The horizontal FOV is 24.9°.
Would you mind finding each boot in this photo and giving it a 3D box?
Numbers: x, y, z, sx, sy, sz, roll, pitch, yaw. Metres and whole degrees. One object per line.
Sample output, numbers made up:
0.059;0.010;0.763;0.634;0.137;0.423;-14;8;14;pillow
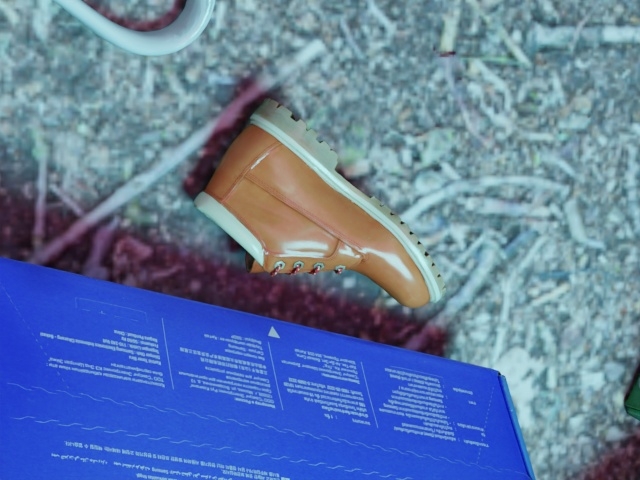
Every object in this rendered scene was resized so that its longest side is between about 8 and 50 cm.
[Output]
0.000;0.000;0.846;0.158;0.059;0.085;41;83;-14;boot

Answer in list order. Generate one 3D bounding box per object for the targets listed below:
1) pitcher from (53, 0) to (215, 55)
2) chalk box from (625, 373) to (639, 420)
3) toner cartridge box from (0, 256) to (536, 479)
-0.138;-0.175;0.736;0.207;0.125;0.178;-10;116;-34;pitcher
0.303;0.096;0.945;0.132;0.132;0.213;26;85;-24;chalk box
-0.032;0.125;0.756;0.348;0.075;0.165;16;47;-34;toner cartridge box
